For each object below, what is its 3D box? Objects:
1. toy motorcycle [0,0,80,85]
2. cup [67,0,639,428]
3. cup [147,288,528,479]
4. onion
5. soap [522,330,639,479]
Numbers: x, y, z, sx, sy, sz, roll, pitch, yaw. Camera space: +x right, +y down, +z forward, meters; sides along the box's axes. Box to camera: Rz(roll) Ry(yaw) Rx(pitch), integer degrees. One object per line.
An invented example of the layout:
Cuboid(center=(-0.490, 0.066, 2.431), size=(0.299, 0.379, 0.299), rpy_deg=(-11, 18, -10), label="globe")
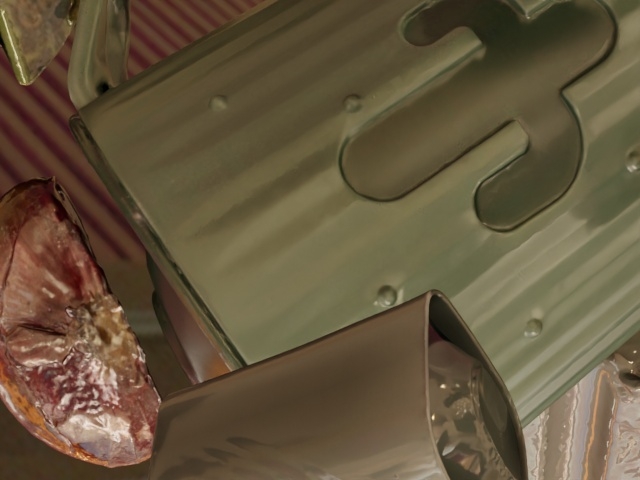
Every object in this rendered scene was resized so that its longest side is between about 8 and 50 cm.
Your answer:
Cuboid(center=(-0.268, -0.254, 1.358), size=(0.237, 0.169, 0.410), rpy_deg=(67, 38, -47), label="toy motorcycle")
Cuboid(center=(0.054, -0.075, 1.018), size=(0.392, 0.310, 0.401), rpy_deg=(-35, 108, -3), label="cup")
Cuboid(center=(0.011, 0.100, 0.649), size=(0.129, 0.128, 0.095), rpy_deg=(-20, 130, 21), label="cup")
Cuboid(center=(-0.173, 0.060, 1.118), size=(0.098, 0.151, 0.206), rpy_deg=(-26, 106, -8), label="onion")
Cuboid(center=(0.316, 0.162, 1.322), size=(0.350, 0.213, 0.435), rpy_deg=(4, 139, 10), label="soap")
